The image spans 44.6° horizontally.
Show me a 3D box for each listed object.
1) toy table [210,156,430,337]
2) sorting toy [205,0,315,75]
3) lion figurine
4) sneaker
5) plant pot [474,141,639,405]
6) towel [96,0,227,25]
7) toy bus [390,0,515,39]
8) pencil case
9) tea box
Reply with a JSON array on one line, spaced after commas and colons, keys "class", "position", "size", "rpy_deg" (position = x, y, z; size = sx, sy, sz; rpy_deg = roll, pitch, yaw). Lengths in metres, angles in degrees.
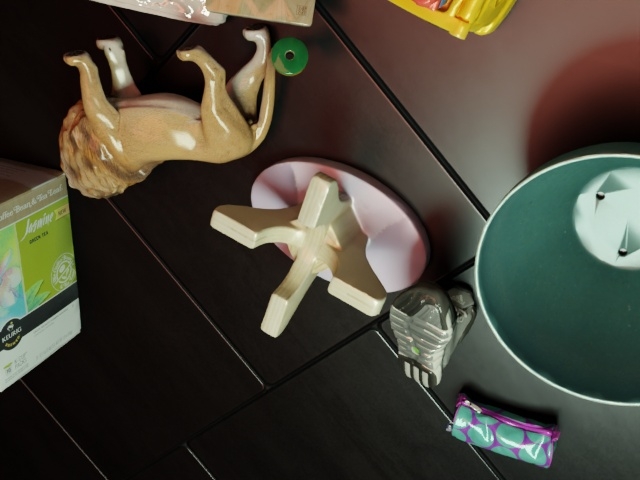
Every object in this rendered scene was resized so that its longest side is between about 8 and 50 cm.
[{"class": "toy table", "position": [0.000, 0.000, 1.064], "size": [0.274, 0.161, 0.252], "rpy_deg": [18, 119, 18]}, {"class": "sorting toy", "position": [-0.066, -0.347, 0.963], "size": [0.132, 0.046, 0.274], "rpy_deg": [8, 96, -2]}, {"class": "lion figurine", "position": [-0.211, -0.165, 1.101], "size": [0.392, 0.142, 0.240], "rpy_deg": [3, 122, 19]}, {"class": "sneaker", "position": [0.160, 0.091, 1.041], "size": [0.086, 0.132, 0.228], "rpy_deg": [30, 151, 21]}, {"class": "plant pot", "position": [0.342, 0.010, 0.881], "size": [0.290, 0.195, 0.290], "rpy_deg": [12, 119, 22]}, {"class": "towel", "position": [-0.246, -0.452, 0.952], "size": [0.317, 0.053, 0.331], "rpy_deg": [7, 122, -12]}, {"class": "toy bus", "position": [0.103, -0.312, 0.840], "size": [0.220, 0.211, 0.149], "rpy_deg": [32, 124, 11]}, {"class": "pencil case", "position": [0.263, 0.272, 1.123], "size": [0.152, 0.064, 0.070], "rpy_deg": [15, 135, 18]}, {"class": "tea box", "position": [-0.618, 0.032, 1.333], "size": [0.329, 0.220, 0.323], "rpy_deg": [14, 119, 19]}]
